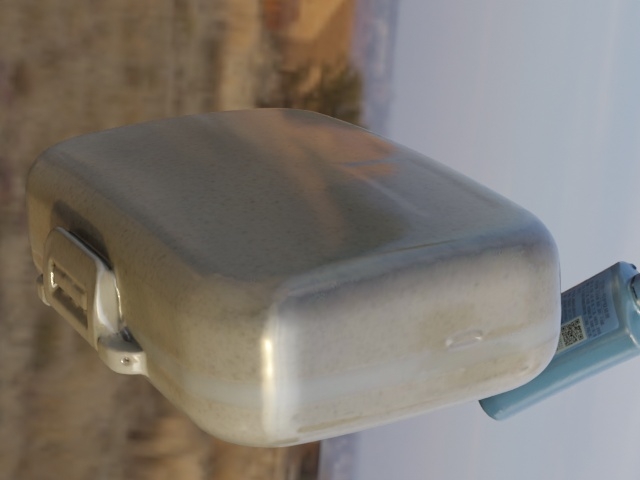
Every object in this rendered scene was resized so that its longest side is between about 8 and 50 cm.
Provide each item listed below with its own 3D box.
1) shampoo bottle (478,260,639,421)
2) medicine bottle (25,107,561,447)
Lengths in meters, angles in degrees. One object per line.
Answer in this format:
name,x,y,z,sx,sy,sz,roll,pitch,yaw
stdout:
shampoo bottle,0.265,0.087,1.552,0.258,0.061,0.103,-31,-138,33
medicine bottle,-0.031,0.006,1.022,0.375,0.282,0.122,33,-50,56
